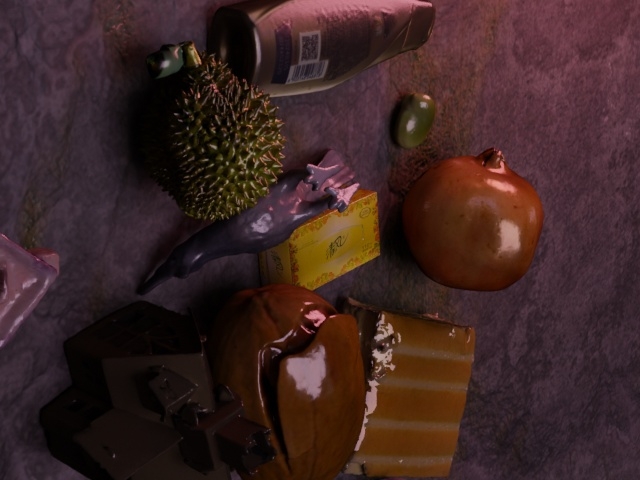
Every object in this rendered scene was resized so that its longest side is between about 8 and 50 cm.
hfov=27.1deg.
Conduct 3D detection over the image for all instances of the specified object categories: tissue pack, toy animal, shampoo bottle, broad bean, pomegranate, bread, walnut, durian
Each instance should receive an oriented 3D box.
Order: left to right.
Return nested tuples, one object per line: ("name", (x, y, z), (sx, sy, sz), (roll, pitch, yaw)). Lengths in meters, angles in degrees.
("durian", (-0.122, -0.117, 1.484), (0.146, 0.198, 0.159), (-12, 154, -32))
("walnut", (-0.042, 0.201, 1.662), (0.209, 0.209, 0.336), (-35, 138, -37))
("toy animal", (-0.040, -0.047, 1.588), (0.367, 0.206, 0.081), (-34, 98, -37))
("tissue pack", (0.000, 0.000, 1.742), (0.176, 0.062, 0.095), (-26, 121, -43))
("shampoo bottle", (0.013, -0.253, 1.653), (0.350, 0.084, 0.126), (-19, 119, -45))
("bread", (0.101, 0.212, 1.894), (0.246, 0.111, 0.239), (10, 92, -48))
("broad bean", (0.131, -0.168, 1.852), (0.063, 0.045, 0.083), (-7, 115, -47))
("pomegranate", (0.216, -0.021, 1.876), (0.209, 0.209, 0.209), (-20, 117, -44))

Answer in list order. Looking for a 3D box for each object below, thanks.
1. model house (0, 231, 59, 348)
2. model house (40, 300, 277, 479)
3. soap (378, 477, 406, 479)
("model house", (-0.374, -0.007, 1.183), (0.237, 0.237, 0.202), (-15, 107, -51))
("model house", (-0.167, 0.211, 1.479), (0.204, 0.243, 0.211), (-33, 126, -38))
("soap", (0.131, 0.534, 2.003), (0.261, 0.156, 0.446), (-53, 136, -23))
